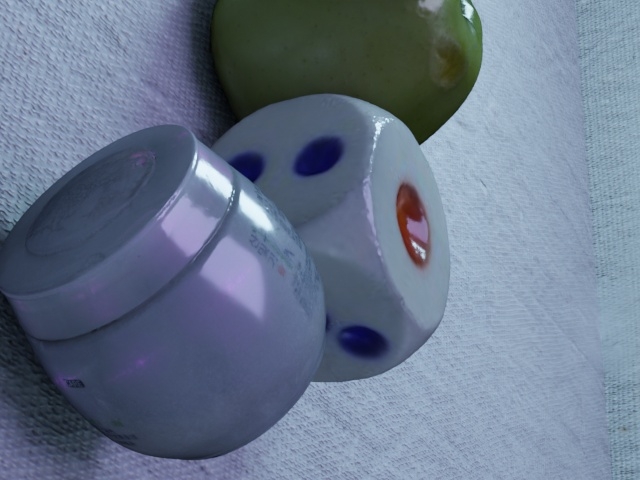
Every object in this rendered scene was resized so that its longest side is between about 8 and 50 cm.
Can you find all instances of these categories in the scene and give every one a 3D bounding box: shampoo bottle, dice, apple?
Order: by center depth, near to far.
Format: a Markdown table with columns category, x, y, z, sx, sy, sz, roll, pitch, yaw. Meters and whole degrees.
| category | x | y | z | sx | sy | sz | roll | pitch | yaw |
| --- | --- | --- | --- | --- | --- | --- | --- | --- | --- |
| shampoo bottle | -0.148 | 0.051 | 1.336 | 0.266 | 0.273 | 0.273 | 52 | 34 | -28 |
| dice | 0.000 | 0.000 | 1.689 | 0.259 | 0.251 | 0.243 | 57 | 33 | -40 |
| apple | 0.040 | -0.258 | 1.834 | 0.357 | 0.357 | 0.357 | 40 | 44 | -53 |
